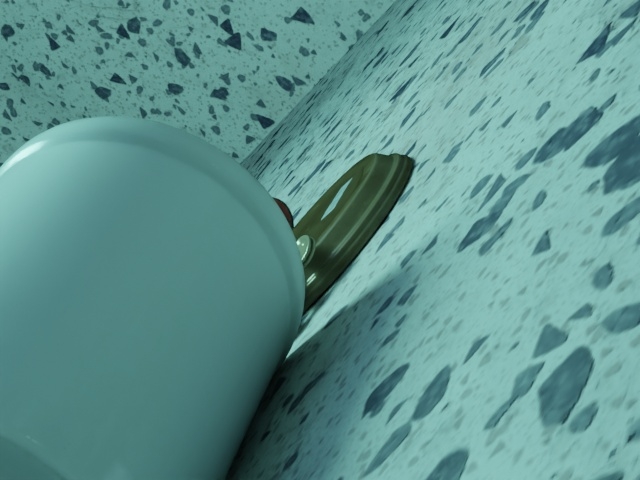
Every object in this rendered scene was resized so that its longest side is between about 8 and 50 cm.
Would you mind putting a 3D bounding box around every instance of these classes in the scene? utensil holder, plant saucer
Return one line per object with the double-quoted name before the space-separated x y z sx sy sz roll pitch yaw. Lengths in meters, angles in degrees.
"utensil holder" -0.213 0.127 0.977 0.327 0.327 0.385 -44 13 33
"plant saucer" 0.000 0.000 1.338 0.278 0.041 0.278 -48 8 9

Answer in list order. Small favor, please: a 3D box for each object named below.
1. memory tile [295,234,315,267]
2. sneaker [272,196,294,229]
"memory tile" -0.054 0.063 1.224 0.113 0.012 0.148 -4 63 61
"sneaker" -0.117 0.048 1.441 0.276 0.097 0.135 -55 -10 -21
